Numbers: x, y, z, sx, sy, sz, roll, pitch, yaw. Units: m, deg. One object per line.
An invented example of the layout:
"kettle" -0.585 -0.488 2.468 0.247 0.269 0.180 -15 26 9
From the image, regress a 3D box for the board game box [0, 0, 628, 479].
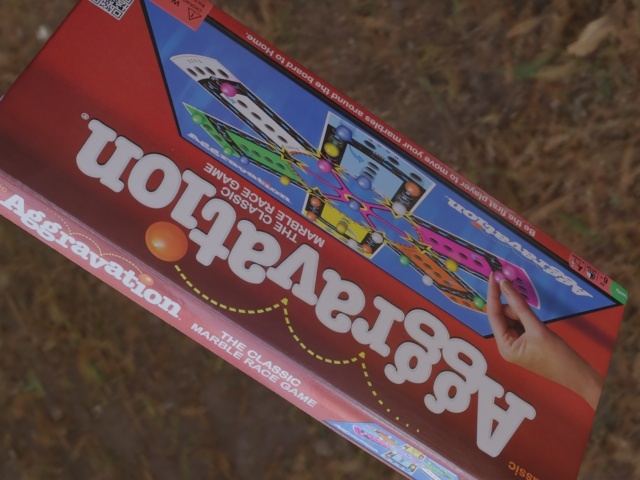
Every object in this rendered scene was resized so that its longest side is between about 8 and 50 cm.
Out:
"board game box" 0.000 0.000 0.607 0.281 0.145 0.027 34 140 -8
